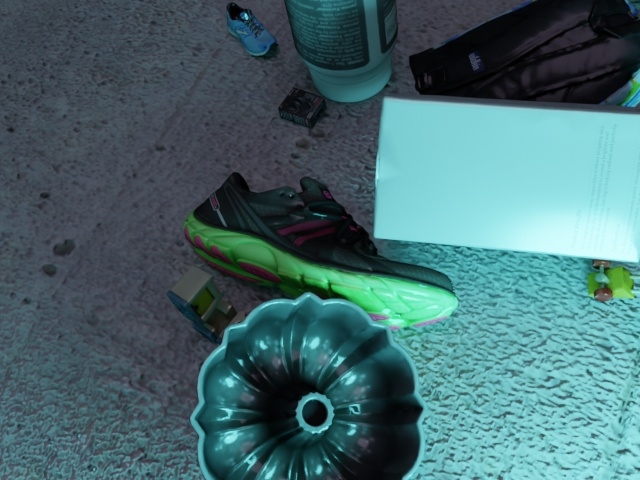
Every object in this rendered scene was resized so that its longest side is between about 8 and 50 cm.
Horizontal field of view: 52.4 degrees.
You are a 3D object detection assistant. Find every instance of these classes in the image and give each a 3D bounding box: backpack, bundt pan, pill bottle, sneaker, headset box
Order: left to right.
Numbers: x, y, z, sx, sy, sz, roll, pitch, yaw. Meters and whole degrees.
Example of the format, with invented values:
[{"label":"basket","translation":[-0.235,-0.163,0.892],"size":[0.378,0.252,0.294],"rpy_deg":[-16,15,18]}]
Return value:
[{"label":"sneaker","translation":[-0.157,-0.459,1.407],"size":[0.063,0.073,0.162],"rpy_deg":[-42,63,-14]},{"label":"bundt pan","translation":[-0.024,0.248,0.921],"size":[0.331,0.124,0.331],"rpy_deg":[5,70,-15]},{"label":"headset box","translation":[-0.032,-0.264,1.303],"size":[0.083,0.032,0.062],"rpy_deg":[24,68,22]},{"label":"sneaker","translation":[0.000,0.000,1.066],"size":[0.483,0.185,0.202],"rpy_deg":[21,71,18]},{"label":"pill bottle","translation":[0.038,-0.435,1.195],"size":[0.204,0.361,0.204],"rpy_deg":[-4,61,7]},{"label":"backpack","translation":[0.378,-0.274,1.113],"size":[0.355,0.273,0.290],"rpy_deg":[-34,61,31]}]

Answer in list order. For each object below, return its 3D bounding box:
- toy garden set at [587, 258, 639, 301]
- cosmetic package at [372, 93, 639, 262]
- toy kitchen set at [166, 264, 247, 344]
[{"label":"toy garden set","translation":[0.538,0.012,1.047],"size":[0.244,0.049,0.204],"rpy_deg":[4,60,11]},{"label":"cosmetic package","translation":[0.278,-0.103,0.975],"size":[0.385,0.156,0.217],"rpy_deg":[8,107,11]},{"label":"toy kitchen set","translation":[-0.134,0.160,1.008],"size":[0.207,0.166,0.122],"rpy_deg":[26,68,22]}]
